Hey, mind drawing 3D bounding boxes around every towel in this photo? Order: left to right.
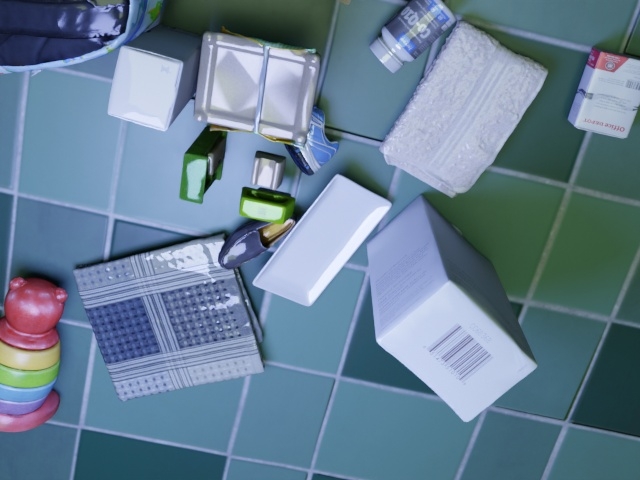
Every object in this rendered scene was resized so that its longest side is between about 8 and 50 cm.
[{"bbox_3d":[-0.289,0.154,1.595,0.325,0.056,0.312,-12,110,7],"label":"towel"},{"bbox_3d":[0.247,-0.224,1.427,0.187,0.049,0.282,27,110,-12],"label":"towel"}]

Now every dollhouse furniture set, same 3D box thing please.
[{"bbox_3d":[-0.110,-0.205,1.362,0.198,0.151,0.301,13,114,3],"label":"dollhouse furniture set"}]

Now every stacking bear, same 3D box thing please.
[{"bbox_3d":[-0.571,0.205,1.557,0.176,0.164,0.288,18,107,-8],"label":"stacking bear"}]

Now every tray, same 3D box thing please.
[{"bbox_3d":[0.000,0.000,1.514,0.145,0.030,0.270,26,113,-33],"label":"tray"}]

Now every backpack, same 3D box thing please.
[{"bbox_3d":[-0.424,-0.403,1.253,0.356,0.273,0.289,3,113,27],"label":"backpack"}]

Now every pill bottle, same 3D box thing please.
[{"bbox_3d":[0.152,-0.350,1.355,0.137,0.078,0.078,-42,107,16],"label":"pill bottle"}]

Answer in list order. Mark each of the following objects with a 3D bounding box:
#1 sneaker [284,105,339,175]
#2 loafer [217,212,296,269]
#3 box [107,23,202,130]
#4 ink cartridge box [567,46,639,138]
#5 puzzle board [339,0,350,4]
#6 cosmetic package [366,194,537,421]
[{"bbox_3d":[-0.044,-0.221,1.423,0.081,0.080,0.211,-34,111,-10],"label":"sneaker"},{"bbox_3d":[-0.117,-0.003,1.490,0.170,0.061,0.062,-41,117,0],"label":"loafer"},{"bbox_3d":[-0.251,-0.265,1.283,0.094,0.275,0.113,16,109,-5],"label":"box"},{"bbox_3d":[0.502,-0.257,1.408,0.099,0.056,0.135,12,112,-5],"label":"ink cartridge box"},{"bbox_3d":[0.006,-0.461,1.345,0.128,0.011,0.096,20,113,-8],"label":"puzzle board"},{"bbox_3d":[0.208,0.097,1.383,0.156,0.385,0.217,-43,104,15],"label":"cosmetic package"}]
